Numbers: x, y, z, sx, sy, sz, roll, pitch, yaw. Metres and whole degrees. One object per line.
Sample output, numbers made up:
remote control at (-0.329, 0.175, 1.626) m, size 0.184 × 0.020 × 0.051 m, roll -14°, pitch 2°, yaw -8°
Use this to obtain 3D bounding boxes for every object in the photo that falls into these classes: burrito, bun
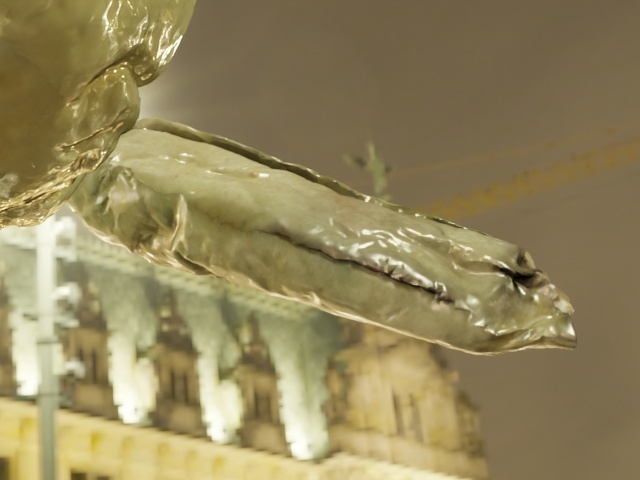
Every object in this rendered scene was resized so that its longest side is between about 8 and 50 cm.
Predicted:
burrito at (0.000, 0.001, 0.508) m, size 0.188 × 0.058 × 0.045 m, roll 18°, pitch -52°, yaw 21°
bun at (-0.098, -0.092, 0.414) m, size 0.111 × 0.188 × 0.164 m, roll -16°, pitch 11°, yaw -42°
